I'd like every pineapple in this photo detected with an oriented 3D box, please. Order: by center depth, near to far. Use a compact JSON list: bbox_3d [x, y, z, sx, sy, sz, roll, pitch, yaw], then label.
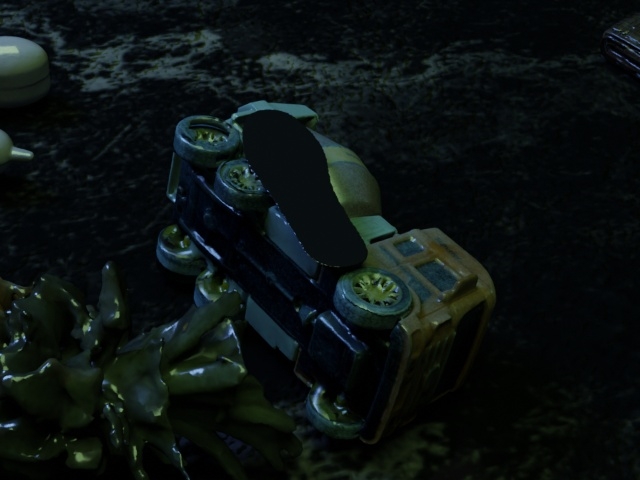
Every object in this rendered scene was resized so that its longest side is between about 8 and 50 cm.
[{"bbox_3d":[-0.172,0.075,0.652,0.340,0.169,0.169,13,47,-3],"label":"pineapple"}]

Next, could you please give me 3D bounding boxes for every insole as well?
[{"bbox_3d":[-0.011,-0.034,0.712,0.053,0.002,0.152,-5,41,-24],"label":"insole"}]

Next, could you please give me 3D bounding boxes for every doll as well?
[{"bbox_3d":[-0.264,-0.095,0.858,0.160,0.059,0.161,-24,53,-25],"label":"doll"}]

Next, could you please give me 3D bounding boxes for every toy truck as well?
[{"bbox_3d":[0.000,0.000,0.765,0.140,0.108,0.257,-19,48,-38],"label":"toy truck"}]

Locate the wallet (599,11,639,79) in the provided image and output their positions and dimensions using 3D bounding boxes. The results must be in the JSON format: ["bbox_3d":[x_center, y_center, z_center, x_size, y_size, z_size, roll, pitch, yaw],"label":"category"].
[{"bbox_3d":[0.350,-0.180,0.997,0.230,0.042,0.124,-28,52,-28],"label":"wallet"}]
